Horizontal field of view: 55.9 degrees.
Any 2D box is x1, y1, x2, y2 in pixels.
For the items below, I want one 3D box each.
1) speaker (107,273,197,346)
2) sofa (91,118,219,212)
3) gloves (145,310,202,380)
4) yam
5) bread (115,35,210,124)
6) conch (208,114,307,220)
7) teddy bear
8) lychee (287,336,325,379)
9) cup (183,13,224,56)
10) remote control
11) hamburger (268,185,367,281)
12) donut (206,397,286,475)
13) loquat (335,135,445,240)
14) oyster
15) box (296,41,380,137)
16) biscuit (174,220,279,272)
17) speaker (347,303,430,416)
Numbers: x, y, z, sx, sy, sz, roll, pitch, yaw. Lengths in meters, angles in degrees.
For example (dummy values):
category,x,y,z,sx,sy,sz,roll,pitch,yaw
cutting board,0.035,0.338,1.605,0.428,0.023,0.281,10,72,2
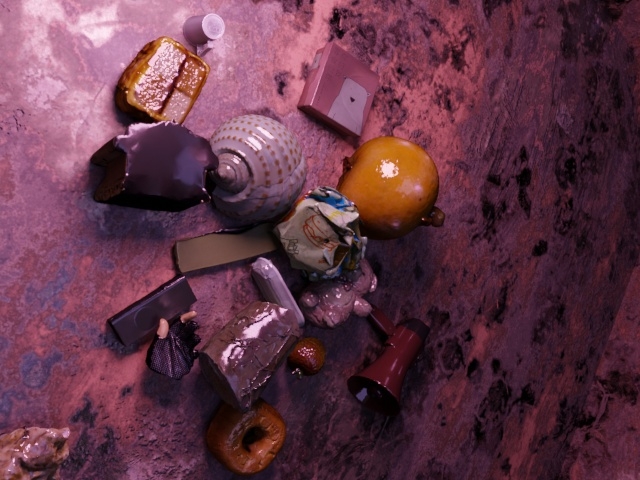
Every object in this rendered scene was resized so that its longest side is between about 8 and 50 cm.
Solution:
category,x,y,z,sx,sy,sz,roll,pitch,yaw
speaker,-0.428,0.176,1.543,0.218,0.044,0.082,-34,112,-30
sofa,-0.401,-0.178,1.456,0.258,0.200,0.182,7,78,-36
gloves,-0.361,0.257,1.550,0.129,0.106,0.180,31,91,0
yam,-0.187,0.291,1.632,0.271,0.202,0.201,-36,113,-31
bread,-0.390,-0.389,1.499,0.181,0.096,0.222,36,72,-35
conch,-0.146,-0.192,1.628,0.319,0.215,0.303,-21,116,-33
teddy bear,0.056,0.149,1.830,0.236,0.151,0.267,43,71,5
lychee,-0.042,0.351,1.800,0.114,0.114,0.146,57,48,-25
cup,-0.298,-0.527,1.546,0.074,0.116,0.104,-2,102,-35
remote control,-0.124,0.158,1.730,0.052,0.104,0.247,-39,114,-28
hamburger,0.006,0.003,1.668,0.260,0.150,0.276,-30,108,14
donut,-0.206,0.546,1.696,0.226,0.114,0.226,-5,98,-36
loquat,0.221,-0.146,1.812,0.359,0.328,0.328,28,75,-4
oyster,-0.685,0.566,1.340,0.238,0.115,0.351,46,68,-30
box,0.054,-0.450,1.826,0.215,0.086,0.215,24,79,-35
biscuit,-0.252,0.011,1.666,0.322,0.038,0.099,-15,106,-36
speaker,0.208,0.374,2.003,0.259,0.198,0.329,29,55,5
